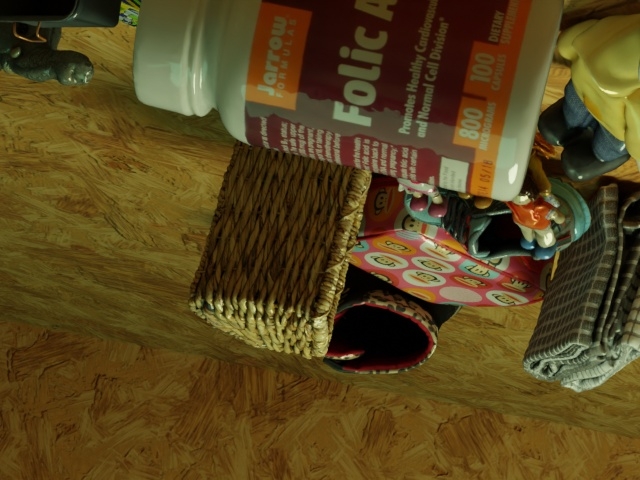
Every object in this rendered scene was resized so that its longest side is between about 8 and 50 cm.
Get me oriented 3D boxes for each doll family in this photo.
[{"bbox_3d":[0.196,-0.096,2.121,0.263,0.118,0.163,20,155,30],"label":"doll family"}]

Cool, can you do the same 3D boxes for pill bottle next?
[{"bbox_3d":[0.029,-0.186,1.734,0.392,0.224,0.224,13,165,7],"label":"pill bottle"}]

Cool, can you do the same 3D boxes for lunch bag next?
[{"bbox_3d":[0.186,0.005,2.473,0.293,0.120,0.258,25,162,-32],"label":"lunch bag"}]

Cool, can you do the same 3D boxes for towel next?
[{"bbox_3d":[0.366,0.064,2.306,0.121,0.235,0.283,22,165,-2],"label":"towel"}]

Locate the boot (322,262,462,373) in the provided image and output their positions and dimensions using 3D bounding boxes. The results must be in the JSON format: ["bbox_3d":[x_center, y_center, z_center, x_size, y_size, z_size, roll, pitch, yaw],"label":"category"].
[{"bbox_3d":[0.027,0.096,2.690,0.378,0.138,0.284,10,-162,7],"label":"boot"}]

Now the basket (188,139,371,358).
[{"bbox_3d":[0.000,0.000,2.284,0.223,0.299,0.213,4,160,34],"label":"basket"}]

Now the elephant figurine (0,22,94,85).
[{"bbox_3d":[-0.372,-0.247,2.066,0.239,0.186,0.169,-19,-171,20],"label":"elephant figurine"}]

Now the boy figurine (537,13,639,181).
[{"bbox_3d":[0.293,-0.145,1.771,0.092,0.177,0.285,-29,168,-6],"label":"boy figurine"}]

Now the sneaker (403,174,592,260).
[{"bbox_3d":[0.205,-0.036,2.232,0.262,0.125,0.104,8,125,35],"label":"sneaker"}]

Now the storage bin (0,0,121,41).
[{"bbox_3d":[-0.267,-0.244,1.762,0.135,0.098,0.091,4,174,32],"label":"storage bin"}]

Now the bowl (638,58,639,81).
[{"bbox_3d":[0.372,-0.191,1.618,0.142,0.053,0.142,15,122,-3],"label":"bowl"}]

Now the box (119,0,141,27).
[{"bbox_3d":[-0.253,-0.292,1.945,0.169,0.054,0.059,20,165,-21],"label":"box"}]
